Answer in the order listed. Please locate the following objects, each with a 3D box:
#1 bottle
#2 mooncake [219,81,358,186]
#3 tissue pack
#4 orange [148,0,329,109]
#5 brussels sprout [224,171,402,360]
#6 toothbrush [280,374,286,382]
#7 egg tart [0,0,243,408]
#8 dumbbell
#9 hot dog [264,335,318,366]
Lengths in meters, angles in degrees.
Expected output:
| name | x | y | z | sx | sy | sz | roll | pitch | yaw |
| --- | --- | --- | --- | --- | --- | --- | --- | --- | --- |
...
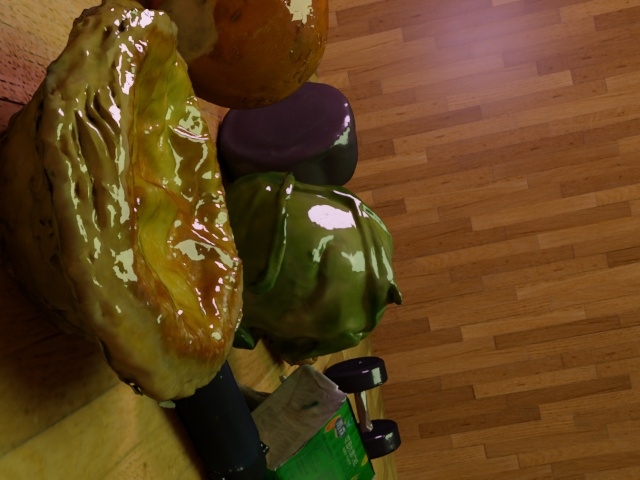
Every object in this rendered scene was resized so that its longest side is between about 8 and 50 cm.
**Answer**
| name | x | y | z | sx | sy | sz | roll | pitch | yaw |
| --- | --- | --- | --- | --- | --- | --- | --- | --- | --- |
| bottle | -0.118 | 0.187 | 0.882 | 0.082 | 0.072 | 0.244 | -49 | 138 | -32 |
| mooncake | -0.050 | -0.161 | 1.345 | 0.133 | 0.245 | 0.245 | 75 | 7 | -49 |
| tissue pack | -0.034 | 0.289 | 1.146 | 0.156 | 0.148 | 0.209 | 31 | -29 | 40 |
| orange | -0.104 | -0.294 | 1.075 | 0.240 | 0.240 | 0.240 | -11 | 90 | -83 |
| brussels sprout | -0.035 | 0.036 | 1.040 | 0.294 | 0.259 | 0.227 | 119 | -20 | -65 |
| toothbrush | -0.053 | 0.281 | 1.484 | 0.131 | 0.011 | 0.013 | 71 | 23 | -50 |
| egg tart | -0.159 | -0.028 | 0.650 | 0.341 | 0.132 | 0.341 | -10 | 90 | -82 |
| dumbbell | 0.100 | 0.401 | 1.942 | 0.152 | 0.152 | 0.218 | -30 | 108 | -82 |
| hot dog | -0.062 | 0.141 | 1.404 | 0.269 | 0.072 | 0.109 | 69 | 14 | -47 |
